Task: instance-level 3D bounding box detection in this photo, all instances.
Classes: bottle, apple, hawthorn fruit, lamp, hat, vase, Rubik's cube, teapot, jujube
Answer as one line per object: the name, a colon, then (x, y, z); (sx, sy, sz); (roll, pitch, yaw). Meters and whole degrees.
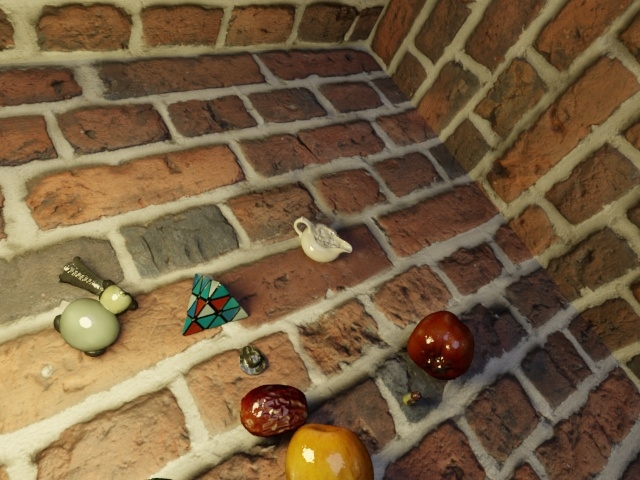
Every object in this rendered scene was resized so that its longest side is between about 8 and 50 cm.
bottle: (0.390, 0.666, 1.910); (0.047, 0.101, 0.063); (35, 51, -1)
apple: (0.026, 0.766, 1.539); (0.299, 0.299, 0.275); (-5, 79, -28)
hawthorn fruit: (0.540, 0.457, 2.023); (0.295, 0.295, 0.311); (18, 51, -14)
lamp: (-0.771, 0.265, 1.565); (0.197, 0.198, 0.244); (39, 68, 3)
hat: (-0.264, 0.461, 1.771); (0.121, 0.050, 0.121); (12, 52, -15)
vase: (-0.828, 0.166, 1.673); (0.237, 0.115, 0.115); (32, 50, -7)
Rubik's cube: (-0.399, 0.295, 1.808); (0.234, 0.284, 0.250); (29, 73, -32)
teapot: (0.000, 0.000, 2.156); (0.298, 0.139, 0.204); (27, 53, -7)
jujube: (-0.168, 0.610, 1.631); (0.243, 0.183, 0.183); (0, 58, -13)

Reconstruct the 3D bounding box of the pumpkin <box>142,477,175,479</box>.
pumpkin: (-0.491, 0.852, 1.302); (0.300, 0.207, 0.300); (20, 54, -30)
